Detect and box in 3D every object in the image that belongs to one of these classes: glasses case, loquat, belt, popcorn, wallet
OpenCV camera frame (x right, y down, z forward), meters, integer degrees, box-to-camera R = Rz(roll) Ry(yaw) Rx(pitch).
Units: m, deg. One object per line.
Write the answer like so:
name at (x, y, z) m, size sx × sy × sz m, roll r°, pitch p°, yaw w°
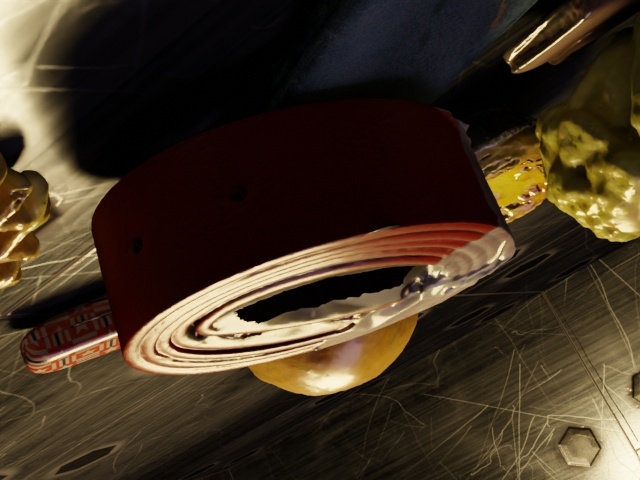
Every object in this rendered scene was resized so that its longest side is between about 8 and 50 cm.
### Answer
glasses case at (-0.207, 0.079, 0.881) m, size 0.194 × 0.049 × 0.073 m, roll -20°, pitch 165°, yaw -22°
loquat at (-0.002, 0.052, 0.869) m, size 0.208 × 0.208 × 0.208 m, roll -25°, pitch 164°, yaw -7°
belt at (0.000, 0.000, 0.655) m, size 0.324 × 0.115 × 0.227 m, roll -13°, pitch 158°, yaw -20°
popcorn at (0.303, -0.105, 0.748) m, size 0.256 × 0.195 × 0.255 m, roll -50°, pitch 167°, yaw 32°
wallet at (0.231, -0.189, 0.722) m, size 0.153 × 0.039 × 0.118 m, roll -31°, pitch 178°, yaw -28°
wallet at (0.034, -0.118, 0.651) m, size 0.191 × 0.046 × 0.379 m, roll -15°, pitch 161°, yaw -37°

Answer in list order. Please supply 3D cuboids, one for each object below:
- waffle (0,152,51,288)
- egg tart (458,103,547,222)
waffle at (-0.290, 0.014, 0.530) m, size 0.249 × 0.056 × 0.253 m, roll -16°, pitch 162°, yaw -35°
egg tart at (0.167, -0.073, 0.929) m, size 0.234 × 0.094 × 0.234 m, roll -22°, pitch 163°, yaw -7°
